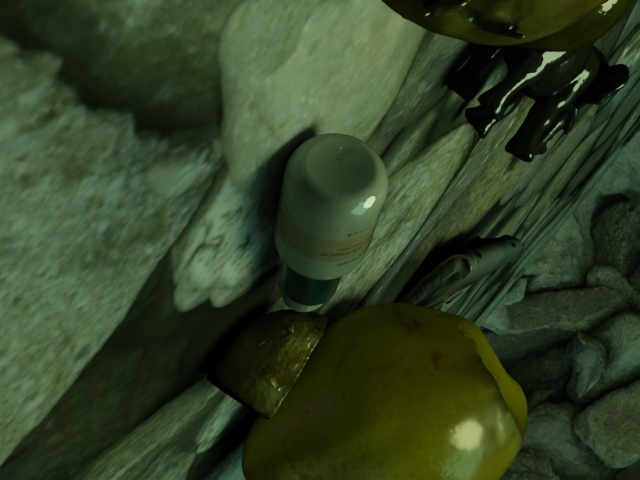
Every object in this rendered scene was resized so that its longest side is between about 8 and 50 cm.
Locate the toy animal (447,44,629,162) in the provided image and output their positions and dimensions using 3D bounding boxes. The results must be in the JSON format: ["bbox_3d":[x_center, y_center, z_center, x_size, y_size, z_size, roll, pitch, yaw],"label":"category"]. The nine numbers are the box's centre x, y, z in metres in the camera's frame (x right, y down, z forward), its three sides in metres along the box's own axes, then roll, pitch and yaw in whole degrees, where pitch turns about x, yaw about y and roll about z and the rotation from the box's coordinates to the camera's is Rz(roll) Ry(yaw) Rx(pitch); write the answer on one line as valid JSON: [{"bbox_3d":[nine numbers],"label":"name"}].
[{"bbox_3d":[0.215,-0.150,0.811,0.146,0.115,0.245,-50,164,2],"label":"toy animal"}]

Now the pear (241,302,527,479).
[{"bbox_3d":[0.074,0.229,1.007,0.336,0.285,0.285,-51,164,10],"label":"pear"}]

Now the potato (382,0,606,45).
[{"bbox_3d":[0.131,-0.220,0.375,0.140,0.173,0.300,-100,-148,-51],"label":"potato"}]

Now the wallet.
[{"bbox_3d":[0.210,0.050,1.326,0.170,0.069,0.231,-38,167,29],"label":"wallet"}]

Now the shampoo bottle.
[{"bbox_3d":[0.000,0.000,0.649,0.074,0.074,0.192,-41,162,-29],"label":"shampoo bottle"}]

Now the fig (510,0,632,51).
[{"bbox_3d":[0.159,-0.233,0.521,0.124,0.124,0.236,-15,127,-63],"label":"fig"}]

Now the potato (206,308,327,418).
[{"bbox_3d":[-0.047,0.098,0.766,0.103,0.066,0.096,-58,-171,-6],"label":"potato"}]

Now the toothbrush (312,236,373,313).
[{"bbox_3d":[-0.001,0.068,0.904,0.194,0.014,0.017,-55,163,17],"label":"toothbrush"}]
